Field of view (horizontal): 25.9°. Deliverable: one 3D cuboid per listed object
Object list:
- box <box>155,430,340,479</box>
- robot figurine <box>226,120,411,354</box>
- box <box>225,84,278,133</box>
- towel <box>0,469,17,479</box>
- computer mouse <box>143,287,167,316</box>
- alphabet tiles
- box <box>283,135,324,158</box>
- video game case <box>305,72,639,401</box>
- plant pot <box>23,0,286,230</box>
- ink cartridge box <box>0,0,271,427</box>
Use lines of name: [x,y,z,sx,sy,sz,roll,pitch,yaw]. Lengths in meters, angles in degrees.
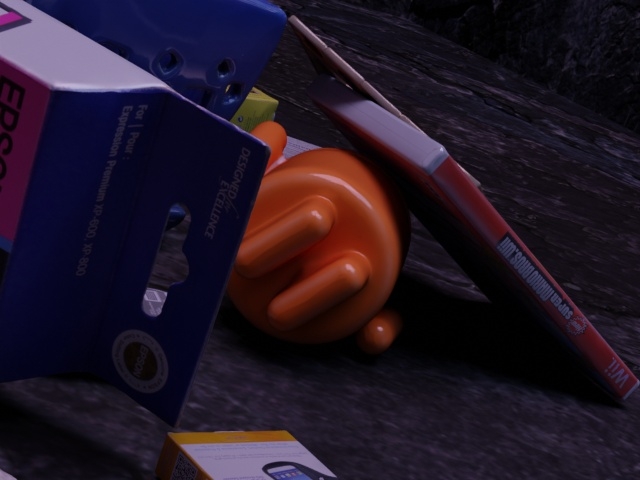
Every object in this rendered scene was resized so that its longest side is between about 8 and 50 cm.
box: [-0.014,0.139,0.691,0.081,0.028,0.136,6,22,-40]
robot figurine: [-0.001,-0.002,1.005,0.158,0.128,0.219,20,13,5]
box: [-0.134,-0.144,1.437,0.058,0.087,0.232,4,22,-38]
towel: [-0.275,0.080,0.542,0.187,0.049,0.282,31,19,35]
computer mouse: [-0.167,0.048,0.805,0.193,0.042,0.106,8,13,-17]
alphabet tiles: [0.068,-0.073,1.123,0.198,0.009,0.237,44,-2,18]
box: [-0.013,-0.037,1.228,0.126,0.072,0.137,19,16,0]
video game case: [0.117,-0.004,1.079,0.285,0.025,0.204,46,-3,-32]
plant pot: [-0.203,-0.136,1.056,0.236,0.212,0.236,12,15,-44]
ink cartridge box: [-0.211,-0.055,0.707,0.371,0.176,0.069,30,31,15]
